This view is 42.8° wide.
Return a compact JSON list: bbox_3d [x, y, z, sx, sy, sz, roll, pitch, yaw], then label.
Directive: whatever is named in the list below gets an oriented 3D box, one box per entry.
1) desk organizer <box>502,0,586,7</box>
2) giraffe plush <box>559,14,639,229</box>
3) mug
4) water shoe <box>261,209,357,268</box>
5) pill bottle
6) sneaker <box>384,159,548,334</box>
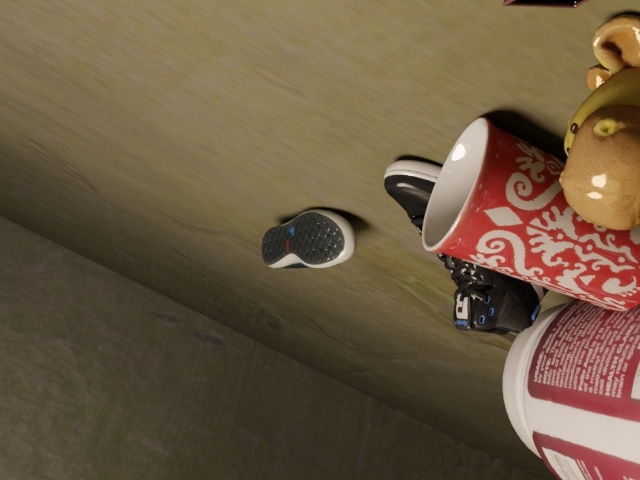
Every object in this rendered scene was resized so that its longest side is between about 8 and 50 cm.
[{"bbox_3d":[0.149,-0.143,0.388,0.047,0.050,0.130,30,163,-19],"label":"desk organizer"},{"bbox_3d":[0.218,-0.045,0.471,0.170,0.182,0.210,28,-159,24],"label":"giraffe plush"},{"bbox_3d":[0.184,-0.026,0.668,0.169,0.150,0.113,22,128,-7],"label":"mug"},{"bbox_3d":[0.000,0.000,1.057,0.080,0.073,0.203,2,177,-33],"label":"water shoe"},{"bbox_3d":[0.316,0.143,0.715,0.224,0.224,0.392,25,172,-5],"label":"pill bottle"},{"bbox_3d":[0.139,0.021,0.791,0.216,0.121,0.079,30,162,-20],"label":"sneaker"}]
